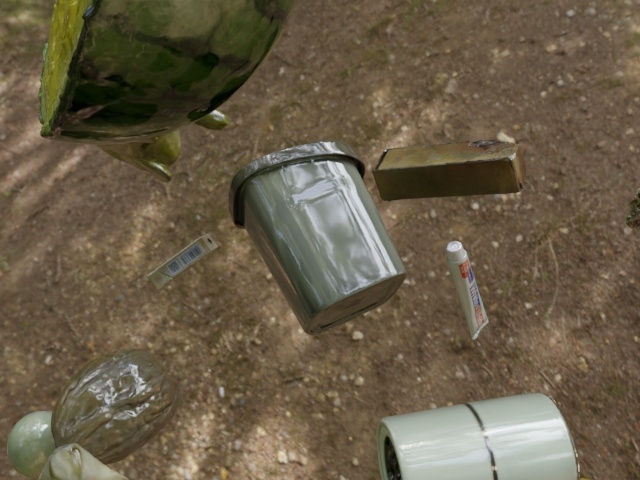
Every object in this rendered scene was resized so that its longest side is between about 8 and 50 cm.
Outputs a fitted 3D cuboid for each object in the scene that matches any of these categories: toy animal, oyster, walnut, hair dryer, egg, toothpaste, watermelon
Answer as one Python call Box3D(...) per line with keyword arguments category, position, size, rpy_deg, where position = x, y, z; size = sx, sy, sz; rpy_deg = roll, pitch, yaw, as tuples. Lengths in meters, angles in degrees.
Box3D(category="toy animal", position=(-0.250, -0.289, 1.164), size=(0.180, 0.181, 0.363), rpy_deg=(29, 76, 20))
Box3D(category="oyster", position=(0.676, -0.062, 1.320), size=(0.148, 0.103, 0.051), rpy_deg=(-6, 20, -28))
Box3D(category="walnut", position=(-0.362, 0.291, 1.158), size=(0.178, 0.178, 0.230), rpy_deg=(12, 41, 43))
Box3D(category="hair dryer", position=(0.167, 0.315, 0.851), size=(0.203, 0.362, 0.128), rpy_deg=(-8, 57, -9))
Box3D(category="egg", position=(-0.534, 0.392, 1.266), size=(0.114, 0.152, 0.114), rpy_deg=(8, 35, -6))
Box3D(category="toothpaste", position=(0.243, 0.083, 1.095), size=(0.033, 0.218, 0.052), rpy_deg=(21, 59, 41))
Box3D(category="watermelon", position=(-0.108, -0.224, 0.541), size=(0.331, 0.189, 0.330), rpy_deg=(-20, 66, 59))

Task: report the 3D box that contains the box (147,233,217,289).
Box3D(category="box", position=(-0.170, 0.025, 0.821), size=(0.083, 0.024, 0.053), rpy_deg=(-37, 3, 4))

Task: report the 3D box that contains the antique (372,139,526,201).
Box3D(category="antique", position=(0.271, -0.148, 1.400), size=(0.310, 0.087, 0.093), rpy_deg=(-2, 37, 31))

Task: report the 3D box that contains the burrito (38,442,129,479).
Box3D(category="burrito", position=(-0.165, 0.332, 0.562), size=(0.135, 0.332, 0.190), rpy_deg=(-14, 36, 40))

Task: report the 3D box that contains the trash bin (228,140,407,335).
Box3D(category="trash bin", position=(0.000, 0.000, 1.079), size=(0.219, 0.220, 0.250), rpy_deg=(-22, 71, -15))

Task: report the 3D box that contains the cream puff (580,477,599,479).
Box3D(category="cream puff", position=(0.484, 0.556, 1.121), size=(0.257, 0.324, 0.291), rpy_deg=(-22, 3, 18))
